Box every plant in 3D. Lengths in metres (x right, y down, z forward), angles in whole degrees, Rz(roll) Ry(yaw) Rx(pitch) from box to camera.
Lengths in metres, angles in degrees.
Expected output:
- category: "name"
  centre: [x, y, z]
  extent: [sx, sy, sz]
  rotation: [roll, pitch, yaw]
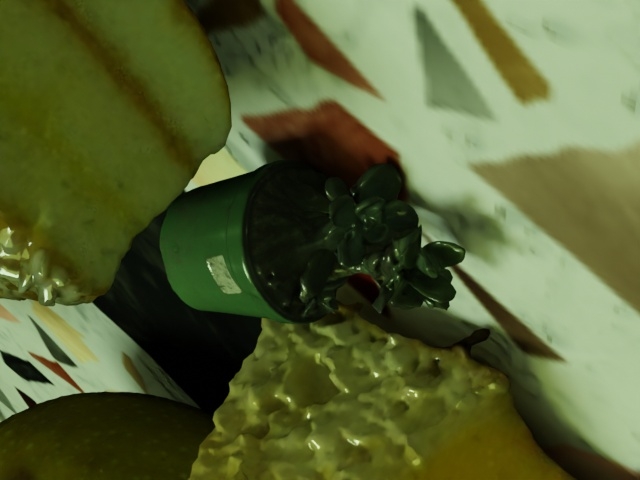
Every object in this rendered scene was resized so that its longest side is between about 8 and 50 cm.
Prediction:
- category: "plant"
  centre: [0.000, 0.000, 0.408]
  extent: [0.102, 0.051, 0.051]
  rotation: [-2, 132, 41]

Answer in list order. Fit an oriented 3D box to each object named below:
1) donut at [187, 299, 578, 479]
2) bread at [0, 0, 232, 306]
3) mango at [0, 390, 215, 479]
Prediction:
- category: "donut"
  centre: [0.084, 0.118, 0.426]
  extent: [0.259, 0.101, 0.152]
  rotation: [15, 150, 40]
- category: "bread"
  centre: [-0.142, -0.073, 0.435]
  extent: [0.184, 0.110, 0.234]
  rotation: [49, 158, -20]
- category: "mango"
  centre: [-0.042, 0.167, 0.628]
  extent: [0.329, 0.175, 0.176]
  rotation: [8, 175, 22]
